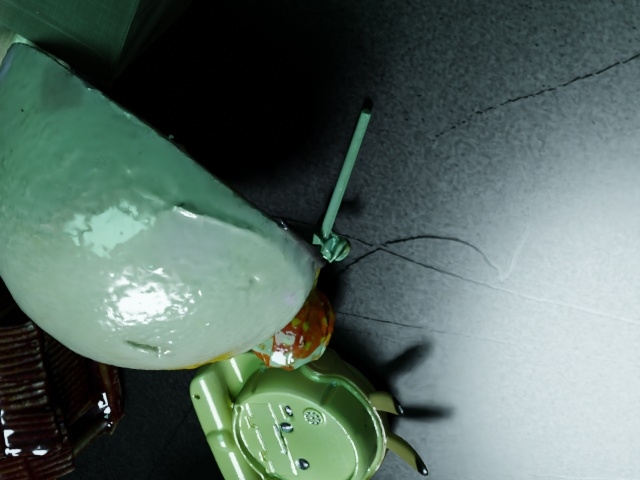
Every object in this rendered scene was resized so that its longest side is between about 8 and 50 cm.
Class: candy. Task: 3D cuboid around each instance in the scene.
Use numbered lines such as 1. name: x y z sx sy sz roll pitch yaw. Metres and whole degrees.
1. candy: 0.001 0.000 1.599 0.078 0.084 0.287 23 122 5

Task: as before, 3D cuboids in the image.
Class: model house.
1. model house: -0.385 0.127 1.745 0.297 0.282 0.317 13 129 19

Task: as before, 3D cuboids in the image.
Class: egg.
1. egg: -0.175 -0.004 1.490 0.337 0.201 0.337 34 174 4

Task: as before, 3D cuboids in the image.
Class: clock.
1. clock: -0.005 0.181 1.724 0.232 0.069 0.170 -2 123 30

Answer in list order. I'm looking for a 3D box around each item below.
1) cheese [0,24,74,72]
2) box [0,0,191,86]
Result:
1. cheese: -0.366 -0.151 1.633 0.233 0.127 0.266 33 136 -2
2. box: -0.218 -0.265 1.447 0.231 0.149 0.155 30 133 6
